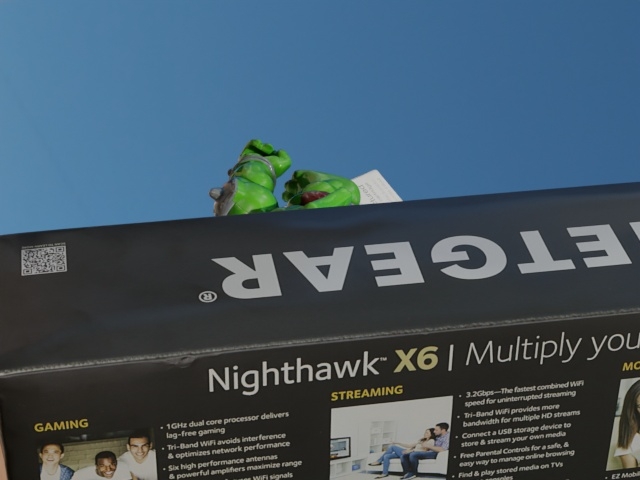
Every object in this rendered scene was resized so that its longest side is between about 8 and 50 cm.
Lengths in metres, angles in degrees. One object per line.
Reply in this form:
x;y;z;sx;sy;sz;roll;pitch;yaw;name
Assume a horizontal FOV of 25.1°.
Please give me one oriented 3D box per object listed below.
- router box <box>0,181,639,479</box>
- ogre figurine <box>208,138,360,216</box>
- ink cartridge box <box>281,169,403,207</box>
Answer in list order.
0.039;0.103;0.559;0.081;0.309;0.243;-107;-165;-53;router box
0.000;0.000;0.985;0.097;0.118;0.197;-38;-100;28;ogre figurine
0.004;0.048;1.244;0.158;0.218;0.092;51;-41;17;ink cartridge box
